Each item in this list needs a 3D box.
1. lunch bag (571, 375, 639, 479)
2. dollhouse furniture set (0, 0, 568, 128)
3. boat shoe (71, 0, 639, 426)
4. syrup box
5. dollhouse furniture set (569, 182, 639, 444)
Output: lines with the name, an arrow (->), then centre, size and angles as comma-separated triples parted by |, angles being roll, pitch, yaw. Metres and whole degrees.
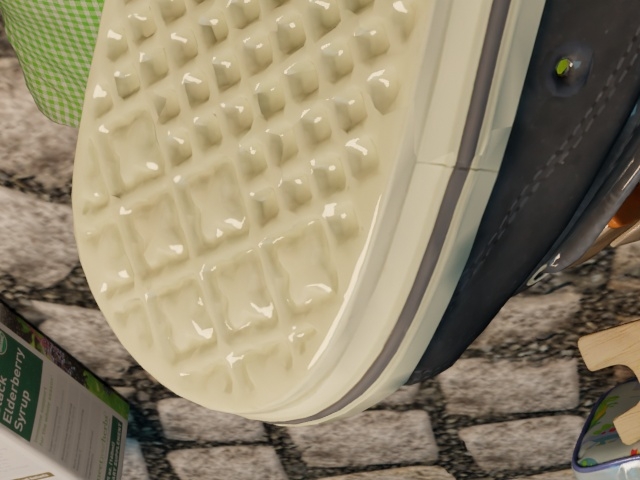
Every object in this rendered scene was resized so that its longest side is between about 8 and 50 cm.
lunch bag -> 0.295, 0.133, 0.982 | 0.219, 0.176, 0.090 | -19, 102, 26
dollhouse furniture set -> -0.023, -0.088, 0.640 | 0.301, 0.151, 0.198 | -3, 141, 7
boat shoe -> 0.071, -0.177, 0.393 | 0.156, 0.186, 0.500 | -8, 124, -49
syrup box -> -0.243, 0.121, 1.039 | 0.096, 0.093, 0.237 | -12, 145, 20
dollhouse furniture set -> 0.260, 0.034, 0.775 | 0.135, 0.262, 0.259 | -32, 169, 37
